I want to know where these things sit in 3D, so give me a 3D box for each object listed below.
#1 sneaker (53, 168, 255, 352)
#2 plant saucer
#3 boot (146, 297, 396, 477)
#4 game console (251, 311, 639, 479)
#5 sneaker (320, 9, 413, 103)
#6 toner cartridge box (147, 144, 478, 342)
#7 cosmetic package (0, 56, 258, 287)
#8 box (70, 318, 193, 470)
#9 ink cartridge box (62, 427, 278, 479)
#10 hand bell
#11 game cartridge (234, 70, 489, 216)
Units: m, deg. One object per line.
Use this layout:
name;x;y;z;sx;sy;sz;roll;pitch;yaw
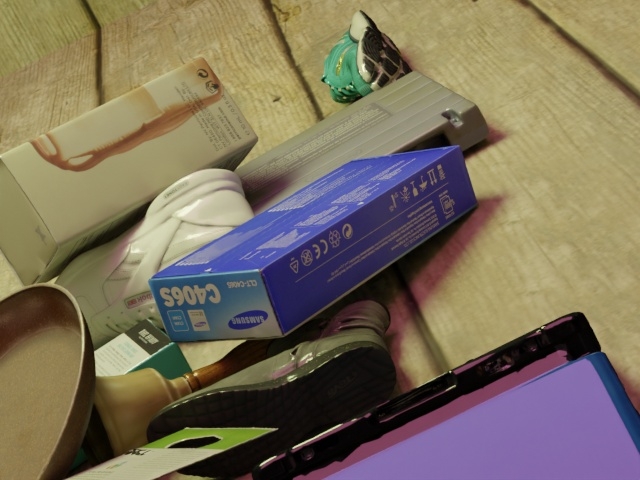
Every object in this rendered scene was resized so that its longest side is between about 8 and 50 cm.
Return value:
sneaker;-0.191;0.056;1.854;0.305;0.114;0.152;-40;61;17
plant saucer;-0.309;0.187;1.569;0.310;0.050;0.311;-34;38;31
boot;-0.041;0.138;1.581;0.246;0.083;0.161;-20;15;3
game console;0.112;0.195;1.324;0.293;0.173;0.250;-25;-9;3
sneaker;0.059;-0.227;2.266;0.110;0.107;0.275;-44;15;10
toner cartridge box;0.000;0.000;1.733;0.165;0.075;0.348;-7;18;43
cosmetic package;-0.238;-0.079;1.931;0.296;0.129;0.153;-31;-6;-34
box;-0.253;0.180;1.724;0.244;0.060;0.100;-33;23;-14
ink cartridge box;-0.165;0.241;1.362;0.255;0.097;0.189;-21;4;-29
hand bell;-0.120;0.142;1.645;0.242;0.126;0.126;-21;18;-23
game cartridge;0.011;-0.083;2.020;0.355;0.068;0.230;-30;18;-6
